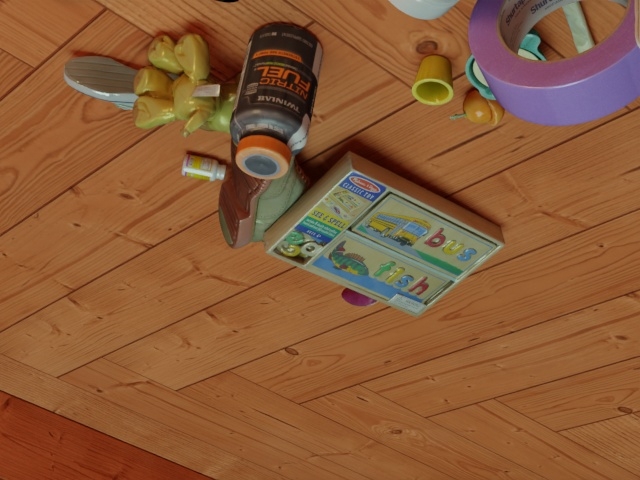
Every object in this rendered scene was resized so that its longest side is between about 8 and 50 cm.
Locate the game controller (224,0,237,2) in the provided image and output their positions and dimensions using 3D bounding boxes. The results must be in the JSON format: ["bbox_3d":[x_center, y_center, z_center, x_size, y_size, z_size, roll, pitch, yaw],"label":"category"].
[{"bbox_3d":[-0.184,-0.473,1.739,0.166,0.067,0.319,9,149,1],"label":"game controller"}]

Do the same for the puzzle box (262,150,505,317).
[{"bbox_3d":[0.129,-0.001,2.336,0.409,0.052,0.272,23,128,-32],"label":"puzzle box"}]

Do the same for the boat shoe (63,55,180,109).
[{"bbox_3d":[-0.344,-0.263,2.119,0.226,0.083,0.076,12,148,-6],"label":"boat shoe"}]

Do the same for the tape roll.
[{"bbox_3d":[0.350,-0.296,1.672,0.274,0.275,0.090,-7,145,26],"label":"tape roll"}]

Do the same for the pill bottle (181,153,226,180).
[{"bbox_3d":[-0.227,-0.140,2.329,0.083,0.043,0.043,12,149,-3],"label":"pill bottle"}]

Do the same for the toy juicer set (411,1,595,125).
[{"bbox_3d":[0.326,-0.261,1.922,0.209,0.089,0.329,33,142,-33],"label":"toy juicer set"}]

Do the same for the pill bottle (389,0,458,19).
[{"bbox_3d":[0.200,-0.428,1.607,0.161,0.161,0.283,22,147,-20],"label":"pill bottle"}]

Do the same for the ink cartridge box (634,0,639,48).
[{"bbox_3d":[0.592,-0.381,1.450,0.166,0.285,0.395,30,145,-31],"label":"ink cartridge box"}]

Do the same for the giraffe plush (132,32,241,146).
[{"bbox_3d":[-0.194,-0.243,2.035,0.210,0.181,0.170,25,-177,37],"label":"giraffe plush"}]

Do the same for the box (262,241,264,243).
[{"bbox_3d":[0.000,0.000,2.521,0.201,0.021,0.164,22,147,-18],"label":"box"}]

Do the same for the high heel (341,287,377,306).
[{"bbox_3d":[0.123,0.075,2.579,0.244,0.082,0.117,-6,121,47],"label":"high heel"}]

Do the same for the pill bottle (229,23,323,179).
[{"bbox_3d":[-0.075,-0.222,1.949,0.130,0.246,0.130,7,150,4],"label":"pill bottle"}]

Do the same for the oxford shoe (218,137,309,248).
[{"bbox_3d":[-0.089,-0.135,2.256,0.146,0.140,0.397,-11,153,-24],"label":"oxford shoe"}]
